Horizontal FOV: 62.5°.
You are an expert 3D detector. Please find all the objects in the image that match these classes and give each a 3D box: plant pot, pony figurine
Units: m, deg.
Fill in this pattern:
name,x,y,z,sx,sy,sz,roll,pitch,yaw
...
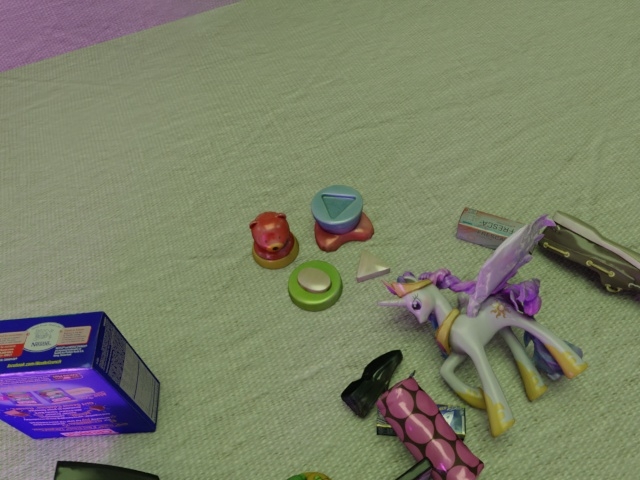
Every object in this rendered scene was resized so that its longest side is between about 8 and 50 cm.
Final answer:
name,x,y,z,sx,sy,sz,roll,pitch,yaw
plant pot,-0.363,0.497,0.914,0.167,0.188,0.187,0,51,-11
pony figurine,0.342,0.145,1.063,0.351,0.302,0.363,-34,71,-8

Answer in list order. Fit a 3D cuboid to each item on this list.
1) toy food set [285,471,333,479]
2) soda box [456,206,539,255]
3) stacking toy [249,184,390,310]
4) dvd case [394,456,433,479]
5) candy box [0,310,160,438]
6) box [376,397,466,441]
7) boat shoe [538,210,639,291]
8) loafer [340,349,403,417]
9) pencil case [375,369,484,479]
name,x,y,z,sx,sy,sz,roll,pitch,yaw
toy food set,-0.049,0.482,0.917,0.218,0.071,0.128,-31,51,-33
soda box,0.426,-0.018,1.277,0.183,0.063,0.058,19,58,20
stacking toy,0.000,0.000,1.271,0.309,0.130,0.279,-26,54,-12
dvd case,0.079,0.463,0.876,0.253,0.180,0.022,-30,56,-15
candy box,-0.486,0.269,1.004,0.269,0.317,0.122,-5,51,2
box,0.195,0.351,1.028,0.169,0.054,0.059,3,54,8
boat shoe,0.650,0.054,1.176,0.324,0.096,0.117,37,24,25
loafer,0.116,0.292,1.090,0.170,0.062,0.061,-37,96,-28
pencil case,0.199,0.346,0.949,0.098,0.095,0.209,-4,51,-52
